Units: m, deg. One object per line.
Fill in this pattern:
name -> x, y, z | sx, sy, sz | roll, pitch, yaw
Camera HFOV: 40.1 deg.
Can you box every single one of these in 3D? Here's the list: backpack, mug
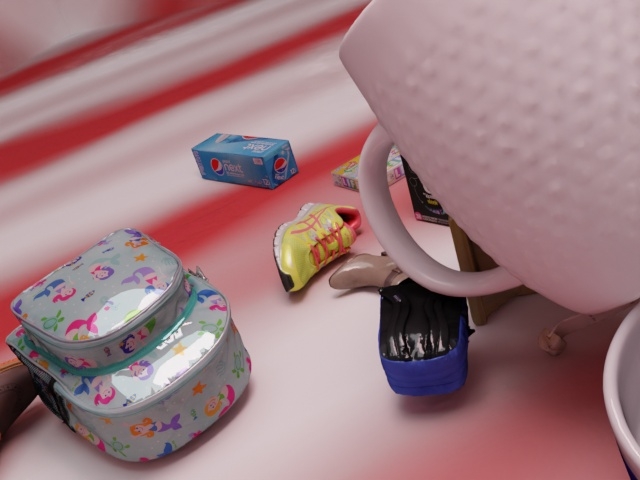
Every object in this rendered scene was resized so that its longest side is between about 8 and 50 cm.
backpack -> 0.115, 0.111, 0.923 | 0.098, 0.101, 0.120 | -12, 31, 15
backpack -> -0.213, 0.119, 1.008 | 0.225, 0.191, 0.253 | -37, 48, -27
mug -> 0.188, -0.090, 0.828 | 0.374, 0.328, 0.276 | -36, -5, 37

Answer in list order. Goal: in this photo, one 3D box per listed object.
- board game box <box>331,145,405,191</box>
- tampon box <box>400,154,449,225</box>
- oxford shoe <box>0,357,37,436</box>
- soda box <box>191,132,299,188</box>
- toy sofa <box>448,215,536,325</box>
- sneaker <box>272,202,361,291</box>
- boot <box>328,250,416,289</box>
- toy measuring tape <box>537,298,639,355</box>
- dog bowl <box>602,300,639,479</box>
board game box -> 0.108, -0.129, 1.466 | 0.154, 0.026, 0.103 | -32, 30, -26
tampon box -> 0.191, -0.113, 1.236 | 0.101, 0.161, 0.120 | -36, 31, -32
oxford shoe -> -0.406, 0.245, 1.023 | 0.098, 0.097, 0.271 | 20, 45, 22
soda box -> -0.142, -0.149, 1.612 | 0.210, 0.067, 0.071 | 12, 39, 44
toy sofa -> 0.331, -0.034, 1.013 | 0.362, 0.150, 0.177 | -10, 29, 15
sneaker -> 0.000, 0.000, 1.229 | 0.094, 0.081, 0.208 | -4, 29, 22
boot -> 0.080, 0.047, 1.134 | 0.118, 0.042, 0.087 | -26, 30, -15
toy measuring tape -> 0.382, 0.076, 0.850 | 0.330, 0.121, 0.121 | -27, 23, 19
dog bowl -> 0.360, 0.130, 0.668 | 0.265, 0.104, 0.265 | -18, 38, 14
